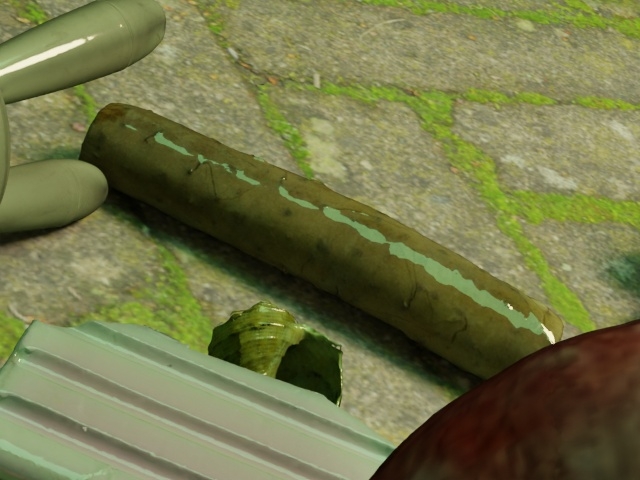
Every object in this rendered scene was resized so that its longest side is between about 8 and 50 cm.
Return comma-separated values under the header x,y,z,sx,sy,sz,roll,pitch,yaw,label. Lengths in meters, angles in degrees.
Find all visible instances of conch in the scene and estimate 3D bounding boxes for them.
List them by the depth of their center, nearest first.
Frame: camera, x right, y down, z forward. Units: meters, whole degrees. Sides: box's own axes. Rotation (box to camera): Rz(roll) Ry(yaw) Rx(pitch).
x,y,z,sx,sy,sz,roll,pitch,yaw,label
-0.027,0.090,1.039,0.089,0.074,0.121,-12,59,7,conch

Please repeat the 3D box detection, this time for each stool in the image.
x,y,z,sx,sy,sz,roll,pitch,yaw,label
-0.237,-0.103,1.082,0.195,0.195,0.198,32,33,15,stool

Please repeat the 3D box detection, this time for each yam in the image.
x,y,z,sx,sy,sz,roll,pitch,yaw,label
0.000,0.000,1.183,0.371,0.083,0.083,27,33,6,yam

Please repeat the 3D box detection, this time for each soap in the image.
x,y,z,sx,sy,sz,roll,pitch,yaw,label
-0.083,0.139,0.927,0.230,0.091,0.145,24,36,0,soap

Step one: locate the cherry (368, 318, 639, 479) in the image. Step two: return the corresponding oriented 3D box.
x,y,z,sx,sy,sz,roll,pitch,yaw,label
0.173,0.202,0.793,0.326,0.335,0.291,50,15,-13,cherry
